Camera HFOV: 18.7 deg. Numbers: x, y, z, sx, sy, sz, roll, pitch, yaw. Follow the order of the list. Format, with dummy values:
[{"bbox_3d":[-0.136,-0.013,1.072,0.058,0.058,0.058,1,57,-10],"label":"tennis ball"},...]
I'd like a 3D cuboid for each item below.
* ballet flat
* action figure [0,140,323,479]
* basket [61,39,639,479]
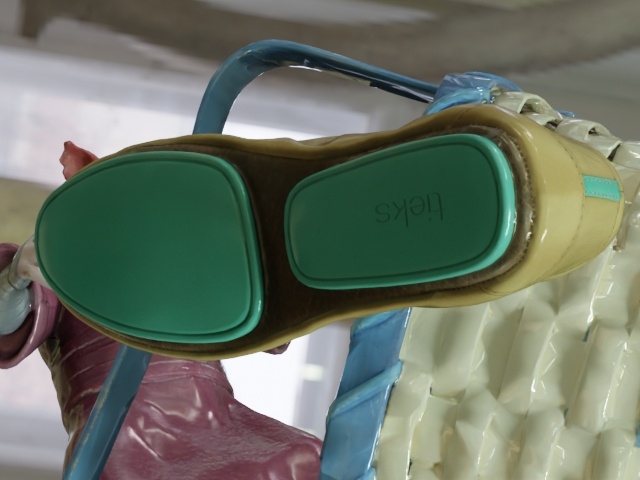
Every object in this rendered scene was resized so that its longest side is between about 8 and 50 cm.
[{"bbox_3d":[0.000,0.000,0.662,0.232,0.073,0.080,-3,-90,42],"label":"ballet flat"},{"bbox_3d":[-0.092,0.100,1.142,0.275,0.248,0.370,-60,-144,40],"label":"action figure"},{"bbox_3d":[0.047,0.058,0.796,0.201,0.289,0.254,44,63,-66],"label":"basket"}]
